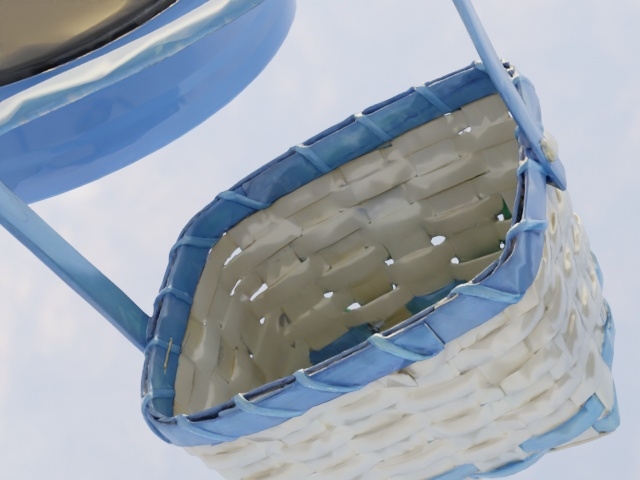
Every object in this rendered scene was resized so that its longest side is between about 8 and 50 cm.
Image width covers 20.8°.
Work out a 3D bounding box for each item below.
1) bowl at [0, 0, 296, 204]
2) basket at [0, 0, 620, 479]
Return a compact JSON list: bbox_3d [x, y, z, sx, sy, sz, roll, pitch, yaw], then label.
[{"bbox_3d":[-0.213,-0.155,1.154,0.391,0.077,0.391,-10,-144,7],"label":"bowl"},{"bbox_3d":[0.000,0.000,0.863,0.254,0.289,0.201,-23,-142,21],"label":"basket"}]
